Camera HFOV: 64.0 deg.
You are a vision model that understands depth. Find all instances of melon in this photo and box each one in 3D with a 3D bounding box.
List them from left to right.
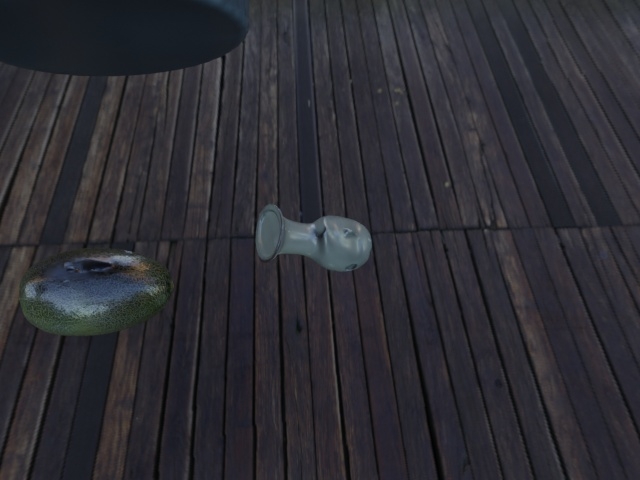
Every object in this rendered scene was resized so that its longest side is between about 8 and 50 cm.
[{"bbox_3d":[-0.250,0.057,0.580,0.162,0.099,0.099,-4,54,-15],"label":"melon"}]

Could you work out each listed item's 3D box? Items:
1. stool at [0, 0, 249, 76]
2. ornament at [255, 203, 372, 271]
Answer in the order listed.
[{"bbox_3d":[-0.206,-0.340,0.449,0.297,0.297,0.329,-8,96,-7],"label":"stool"},{"bbox_3d":[0.000,0.000,0.647,0.156,0.081,0.074,11,62,-36],"label":"ornament"}]
